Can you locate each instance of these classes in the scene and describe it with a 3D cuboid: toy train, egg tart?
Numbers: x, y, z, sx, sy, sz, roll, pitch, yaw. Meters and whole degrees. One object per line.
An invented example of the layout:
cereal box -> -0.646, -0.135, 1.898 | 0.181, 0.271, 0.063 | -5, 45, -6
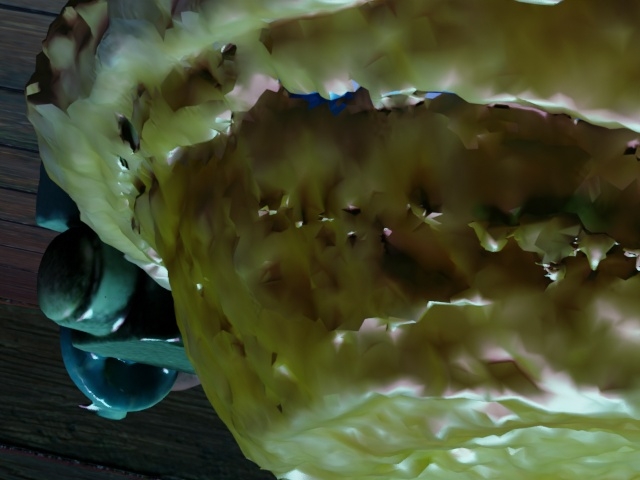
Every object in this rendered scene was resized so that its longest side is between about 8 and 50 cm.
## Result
toy train -> 0.000, 0.000, 0.886 | 0.120, 0.194, 0.298 | -9, 161, 44
egg tart -> 0.087, 0.003, 0.619 | 0.388, 0.169, 0.388 | 3, 158, 1

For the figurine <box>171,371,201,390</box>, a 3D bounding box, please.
figurine -> -0.013, 0.069, 1.313 | 0.154, 0.193, 0.421 | 13, 176, -21
